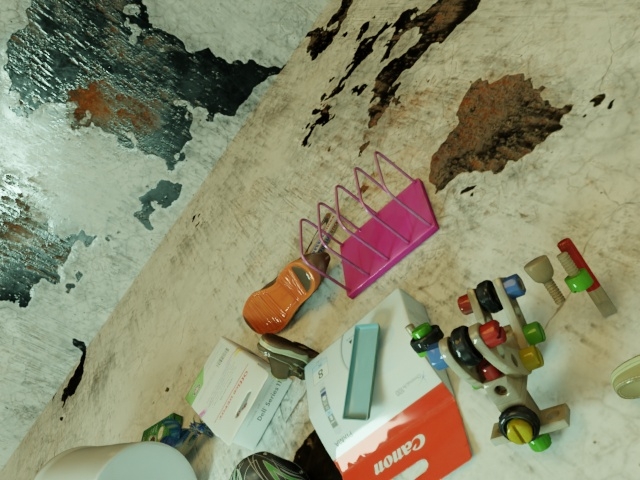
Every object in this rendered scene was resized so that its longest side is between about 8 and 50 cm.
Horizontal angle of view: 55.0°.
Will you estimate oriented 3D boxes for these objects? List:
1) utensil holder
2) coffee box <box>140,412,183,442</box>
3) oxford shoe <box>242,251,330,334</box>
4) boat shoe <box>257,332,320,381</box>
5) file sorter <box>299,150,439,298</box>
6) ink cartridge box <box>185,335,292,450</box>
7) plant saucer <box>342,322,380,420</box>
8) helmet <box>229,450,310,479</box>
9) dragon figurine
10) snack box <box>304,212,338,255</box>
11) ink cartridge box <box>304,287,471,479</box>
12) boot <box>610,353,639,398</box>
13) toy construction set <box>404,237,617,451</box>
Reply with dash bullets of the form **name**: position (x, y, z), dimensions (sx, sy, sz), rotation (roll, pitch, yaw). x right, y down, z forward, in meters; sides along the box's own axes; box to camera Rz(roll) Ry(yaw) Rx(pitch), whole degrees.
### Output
- **utensil holder**: position (-0.544, 0.693, 1.609), dimensions (0.385, 0.328, 0.327), rotation (-24, 41, 42)
- **coffee box**: position (-0.500, 0.620, 1.911), dimensions (0.184, 0.040, 0.113), rotation (-36, 35, 32)
- **oxford shoe**: position (-0.091, 0.152, 1.720), dimensions (0.364, 0.130, 0.133), rotation (-40, -1, 41)
- **boat shoe**: position (-0.077, 0.282, 1.413), dimensions (0.095, 0.257, 0.095), rotation (25, 85, 29)
- **file sorter**: position (0.104, -0.046, 1.510), dimensions (0.291, 0.182, 0.202), rotation (-42, 30, 25)
- **ink cartridge box**: position (-0.206, 0.399, 1.595), dimensions (0.207, 0.119, 0.353), rotation (-60, 27, -9)
- **plant saucer**: position (0.084, 0.260, 1.218), dimensions (0.067, 0.018, 0.192), rotation (-13, 60, 45)
- **helmet**: position (-0.111, 0.525, 1.263), dimensions (0.169, 0.161, 0.169), rotation (-38, 32, 30)
- **dragon figurine**: position (-0.419, 0.567, 1.768), dimensions (0.289, 0.085, 0.144), rotation (-6, 55, 43)
- **snack box**: position (0.000, 0.000, 1.799), dimensions (0.064, 0.022, 0.178), rotation (10, 68, 59)
- **ink cartridge box**: position (0.108, 0.324, 1.211), dimensions (0.308, 0.091, 0.385), rotation (-43, 29, 23)
- **boot**: position (0.473, 0.217, 0.761), dimensions (0.213, 0.077, 0.165), rotation (-24, 43, 41)
- **toy construction set**: position (0.328, 0.177, 0.965), dimensions (0.309, 0.237, 0.257), rotation (-34, 0, 5)
